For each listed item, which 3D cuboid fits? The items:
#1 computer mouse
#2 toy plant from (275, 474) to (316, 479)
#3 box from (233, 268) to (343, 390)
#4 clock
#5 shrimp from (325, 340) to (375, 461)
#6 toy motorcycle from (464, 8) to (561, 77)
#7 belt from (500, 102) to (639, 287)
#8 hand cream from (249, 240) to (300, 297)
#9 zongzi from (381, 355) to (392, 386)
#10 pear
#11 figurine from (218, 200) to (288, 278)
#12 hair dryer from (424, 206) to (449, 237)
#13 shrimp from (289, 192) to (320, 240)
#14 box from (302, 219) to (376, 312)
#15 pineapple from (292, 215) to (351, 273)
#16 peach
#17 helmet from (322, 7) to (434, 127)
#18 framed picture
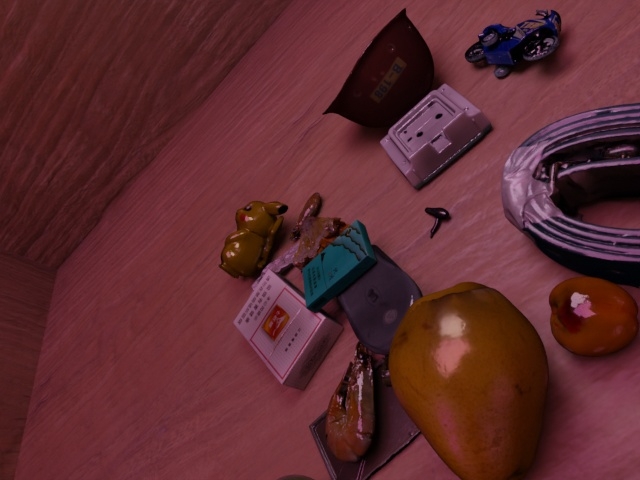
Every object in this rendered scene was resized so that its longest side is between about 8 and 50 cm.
[{"bbox_3d":[0.148,0.144,1.053,0.188,0.122,0.371,-50,31,8],"label":"computer mouse"},{"bbox_3d":[-0.086,0.679,0.859,0.356,0.210,0.317,-60,40,14],"label":"toy plant"},{"bbox_3d":[-0.105,0.247,1.254,0.330,0.095,0.210,33,89,49],"label":"box"},{"bbox_3d":[0.305,-0.312,1.216,0.262,0.116,0.231,-39,42,17],"label":"clock"},{"bbox_3d":[0.074,0.367,0.997,0.145,0.061,0.267,-18,54,46],"label":"shrimp"},{"bbox_3d":[0.531,-0.543,1.161,0.169,0.113,0.315,-43,32,-2],"label":"toy motorcycle"},{"bbox_3d":[0.556,-0.081,0.764,0.436,0.173,0.300,9,73,47],"label":"belt"},{"bbox_3d":[-0.148,0.104,1.432,0.257,0.050,0.084,-43,38,9],"label":"hand cream"},{"bbox_3d":[0.218,0.269,0.966,0.154,0.062,0.130,-9,25,24],"label":"zongzi"},{"bbox_3d":[0.273,0.243,0.752,0.285,0.285,0.336,-40,76,17],"label":"pear"},{"bbox_3d":[-0.235,-0.018,1.502,0.327,0.169,0.218,-70,18,-8],"label":"figurine"},{"bbox_3d":[0.293,-0.048,1.119,0.079,0.031,0.083,22,88,60],"label":"hair dryer"},{"bbox_3d":[-0.053,-0.081,1.472,0.190,0.042,0.101,-62,20,-7],"label":"shrimp"},{"bbox_3d":[0.042,0.067,1.141,0.226,0.042,0.161,-43,31,23],"label":"box"},{"bbox_3d":[0.000,0.000,1.306,0.236,0.114,0.186,-35,44,27],"label":"pineapple"},{"bbox_3d":[0.471,0.131,0.742,0.138,0.138,0.138,-25,49,31],"label":"peach"},{"bbox_3d":[0.209,-0.478,1.325,0.385,0.230,0.337,-51,6,20],"label":"helmet"},{"bbox_3d":[0.100,0.428,0.986,0.265,0.018,0.192,-45,41,11],"label":"framed picture"}]
